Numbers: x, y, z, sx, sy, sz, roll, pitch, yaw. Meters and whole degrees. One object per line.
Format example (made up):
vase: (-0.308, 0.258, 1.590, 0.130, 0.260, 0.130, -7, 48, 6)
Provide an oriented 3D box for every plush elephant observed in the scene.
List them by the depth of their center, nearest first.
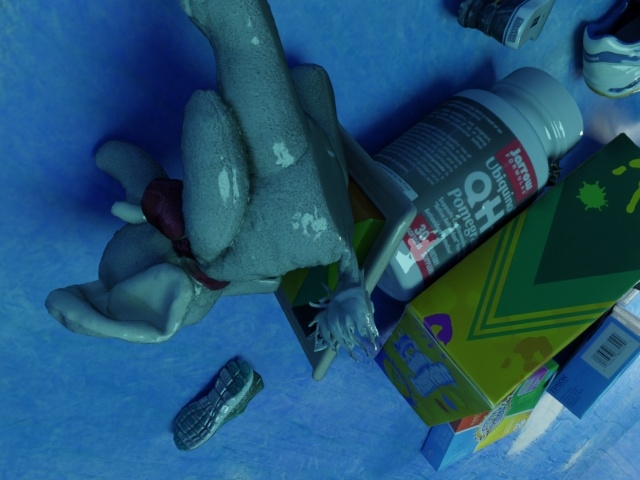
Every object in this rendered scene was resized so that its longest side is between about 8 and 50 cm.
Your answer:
plush elephant: (-0.106, -0.026, 0.624, 0.255, 0.330, 0.272, -16, 176, 14)

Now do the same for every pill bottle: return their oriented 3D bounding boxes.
pill bottle: (0.175, -0.082, 0.856, 0.318, 0.176, 0.176, -38, 142, -10)

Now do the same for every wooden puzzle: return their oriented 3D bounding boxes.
wooden puzzle: (0.000, 0.000, 0.747, 0.044, 0.239, 0.221, 13, 117, -28)

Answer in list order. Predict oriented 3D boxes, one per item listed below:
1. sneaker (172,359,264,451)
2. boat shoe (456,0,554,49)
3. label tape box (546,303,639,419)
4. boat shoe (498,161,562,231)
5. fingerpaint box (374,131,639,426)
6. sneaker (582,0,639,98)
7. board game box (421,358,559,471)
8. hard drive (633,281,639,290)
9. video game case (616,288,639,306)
sneaker: (-0.146, 0.254, 0.991, 0.166, 0.065, 0.076, -44, 146, 4)
boat shoe: (0.232, -0.286, 0.816, 0.183, 0.083, 0.065, -38, 152, -53)
label tape box: (0.724, 0.294, 1.721, 0.249, 0.115, 0.347, -57, 161, 17)
boat shoe: (0.343, -0.107, 1.062, 0.228, 0.076, 0.080, -50, 141, 10)
fingerpaint box: (0.285, 0.095, 0.990, 0.371, 0.163, 0.445, -36, 166, -12)
sneaker: (0.512, -0.331, 0.953, 0.296, 0.112, 0.131, -38, 140, 5)
board game box: (0.409, 0.408, 1.610, 0.316, 0.064, 0.242, -14, 134, -31)
hard drive: (0.575, -0.034, 1.187, 0.339, 0.064, 0.237, -7, 117, -74)
video game case: (0.773, 0.071, 1.624, 0.274, 0.026, 0.196, 18, 115, -51)
